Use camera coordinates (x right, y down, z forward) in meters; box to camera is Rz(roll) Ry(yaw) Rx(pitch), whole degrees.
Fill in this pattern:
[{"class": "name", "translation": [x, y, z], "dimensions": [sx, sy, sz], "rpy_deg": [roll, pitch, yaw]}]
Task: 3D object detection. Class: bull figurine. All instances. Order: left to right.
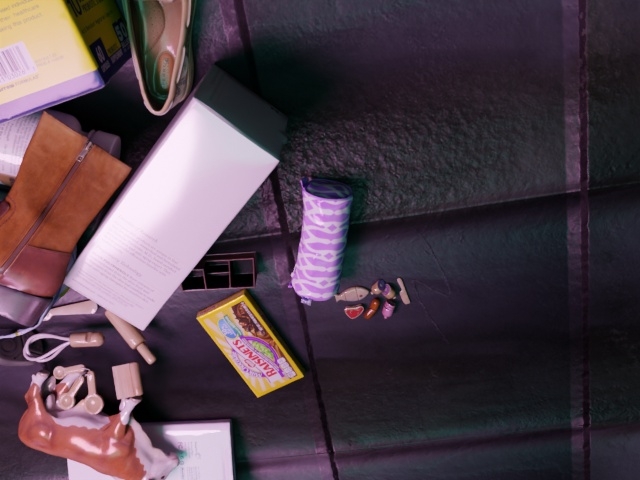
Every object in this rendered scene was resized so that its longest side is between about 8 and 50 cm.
[{"class": "bull figurine", "translation": [-0.408, 0.348, 1.435], "dimensions": [0.311, 0.101, 0.188], "rpy_deg": [13, 99, 2]}]

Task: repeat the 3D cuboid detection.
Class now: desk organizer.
[{"class": "desk organizer", "translation": [-0.175, 0.054, 1.337], "dimensions": [0.130, 0.050, 0.047], "rpy_deg": [-4, 117, 3]}]

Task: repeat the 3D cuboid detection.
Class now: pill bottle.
[{"class": "pill bottle", "translation": [-0.434, -0.139, 1.198], "dimensions": [0.229, 0.131, 0.131], "rpy_deg": [13, 117, -6]}]

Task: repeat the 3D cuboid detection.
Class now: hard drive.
[{"class": "hard drive", "translation": [-0.326, 0.459, 1.517], "dimensions": [0.319, 0.040, 0.210], "rpy_deg": [-3, 95, 3]}]

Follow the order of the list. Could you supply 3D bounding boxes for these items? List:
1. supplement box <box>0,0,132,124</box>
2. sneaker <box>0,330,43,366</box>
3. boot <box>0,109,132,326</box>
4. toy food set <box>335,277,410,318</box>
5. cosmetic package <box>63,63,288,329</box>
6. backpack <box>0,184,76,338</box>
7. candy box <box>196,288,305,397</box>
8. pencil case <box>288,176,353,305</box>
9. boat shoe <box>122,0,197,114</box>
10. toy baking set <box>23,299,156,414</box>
[{"class": "supplement box", "translation": [-0.426, -0.365, 1.046], "dimensions": [0.195, 0.194, 0.356], "rpy_deg": [-17, 116, 10]}, {"class": "sneaker", "translation": [-0.626, 0.190, 1.405], "dimensions": [0.228, 0.087, 0.130], "rpy_deg": [11, 151, -29]}, {"class": "boot", "translation": [-0.445, -0.056, 1.086], "dimensions": [0.264, 0.096, 0.280], "rpy_deg": [29, 87, -12]}, {"class": "toy food set", "translation": [0.093, 0.110, 1.377], "dimensions": [0.122, 0.019, 0.077], "rpy_deg": [-18, 115, 10]}, {"class": "cosmetic package", "translation": [-0.217, -0.066, 1.197], "dimensions": [0.155, 0.197, 0.365], "rpy_deg": [34, 111, -14]}, {"class": "backpack", "translation": [-0.576, 0.024, 1.238], "dimensions": [0.356, 0.273, 0.290], "rpy_deg": [7, 109, 15]}, {"class": "candy box", "translation": [-0.125, 0.190, 1.419], "dimensions": [0.105, 0.027, 0.205], "rpy_deg": [-26, 113, 17]}, {"class": "pencil case", "translation": [0.000, 0.000, 1.291], "dimensions": [0.088, 0.086, 0.206], "rpy_deg": [19, 117, 18]}, {"class": "boat shoe", "translation": [-0.229, -0.326, 1.121], "dimensions": [0.105, 0.089, 0.285], "rpy_deg": [-1, 117, 2]}, {"class": "toy baking set", "translation": [-0.417, 0.188, 1.373], "dimensions": [0.197, 0.030, 0.256], "rpy_deg": [-36, 82, 1]}]
